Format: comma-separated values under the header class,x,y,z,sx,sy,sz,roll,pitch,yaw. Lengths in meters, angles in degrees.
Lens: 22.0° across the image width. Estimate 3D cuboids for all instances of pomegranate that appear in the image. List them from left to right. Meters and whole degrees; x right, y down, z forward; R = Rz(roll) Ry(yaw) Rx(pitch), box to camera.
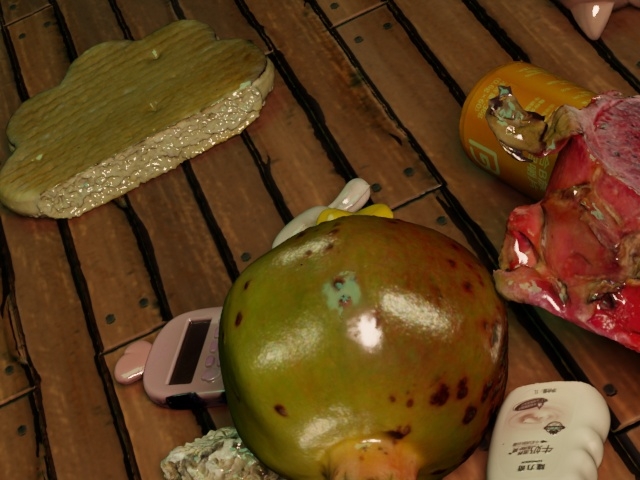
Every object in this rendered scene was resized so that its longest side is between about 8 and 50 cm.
class,x,y,z,sx,sy,sz,roll,pitch,yaw
pomegranate,0.022,0.088,1.062,0.198,0.198,0.246,-9,23,21

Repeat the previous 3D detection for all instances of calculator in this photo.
class,x,y,z,sx,sy,sz,roll,pitch,yaw
calculator,-0.081,0.090,1.277,0.166,0.024,0.103,-7,39,19

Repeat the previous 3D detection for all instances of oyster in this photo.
class,x,y,z,sx,sy,sz,roll,pitch,yaw
oyster,-0.052,0.142,1.180,0.098,0.037,0.100,12,49,39

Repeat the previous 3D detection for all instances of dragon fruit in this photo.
class,x,y,z,sx,sy,sz,roll,pitch,yaw
dragon fruit,0.223,0.004,1.071,0.282,0.147,0.211,17,30,-3

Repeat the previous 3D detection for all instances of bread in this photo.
class,x,y,z,sx,sy,sz,roll,pitch,yaw
bread,-0.185,-0.126,1.585,0.287,0.056,0.207,-25,38,-1

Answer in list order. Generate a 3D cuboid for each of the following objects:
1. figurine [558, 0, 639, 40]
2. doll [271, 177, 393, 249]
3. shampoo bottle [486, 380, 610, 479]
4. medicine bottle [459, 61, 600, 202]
class,x,y,z,sx,sy,sz,roll,pitch,yaw
figurine,0.251,-0.259,1.461,0.125,0.125,0.138,-22,45,3
doll,-0.005,0.005,1.313,0.135,0.071,0.113,-30,28,-1
shampoo bottle,0.139,0.157,1.045,0.077,0.045,0.152,-6,40,23
medicine bottle,0.196,-0.066,1.257,0.096,0.096,0.192,-35,37,-15
